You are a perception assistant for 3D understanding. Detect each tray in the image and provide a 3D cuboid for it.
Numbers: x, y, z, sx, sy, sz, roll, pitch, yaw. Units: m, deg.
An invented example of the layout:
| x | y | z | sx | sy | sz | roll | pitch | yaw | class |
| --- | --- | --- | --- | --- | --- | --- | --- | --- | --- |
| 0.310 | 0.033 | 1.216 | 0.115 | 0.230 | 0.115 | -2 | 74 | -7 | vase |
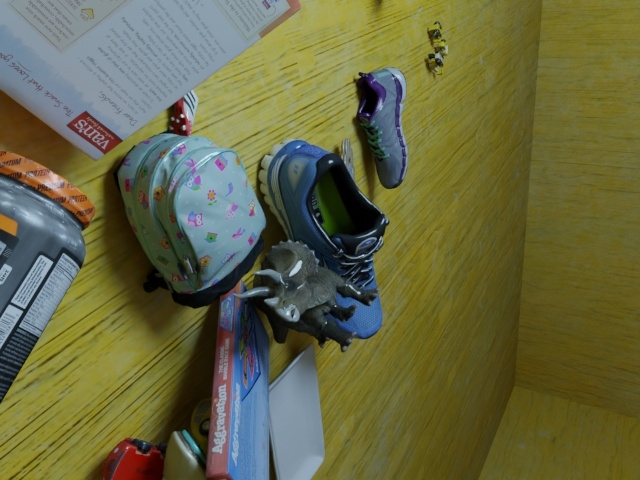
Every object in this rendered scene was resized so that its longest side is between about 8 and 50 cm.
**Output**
| x | y | z | sx | sy | sz | roll | pitch | yaw | class |
| --- | --- | --- | --- | --- | --- | --- | --- | --- | --- |
| -0.048 | 0.318 | 0.975 | 0.145 | 0.030 | 0.270 | -40 | 132 | -50 | tray |

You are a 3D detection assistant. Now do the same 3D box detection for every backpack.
| x | y | z | sx | sy | sz | roll | pitch | yaw | class |
| --- | --- | --- | --- | --- | --- | --- | --- | --- | --- |
| -0.134 | -0.031 | 0.621 | 0.152 | 0.115 | 0.182 | -55 | 143 | -36 | backpack |

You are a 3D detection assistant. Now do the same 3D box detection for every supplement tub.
| x | y | z | sx | sy | sz | roll | pitch | yaw | class |
| --- | --- | --- | --- | --- | --- | --- | --- | --- | --- |
| -0.256 | 0.035 | 0.423 | 0.117 | 0.117 | 0.190 | 54 | 52 | -53 | supplement tub |

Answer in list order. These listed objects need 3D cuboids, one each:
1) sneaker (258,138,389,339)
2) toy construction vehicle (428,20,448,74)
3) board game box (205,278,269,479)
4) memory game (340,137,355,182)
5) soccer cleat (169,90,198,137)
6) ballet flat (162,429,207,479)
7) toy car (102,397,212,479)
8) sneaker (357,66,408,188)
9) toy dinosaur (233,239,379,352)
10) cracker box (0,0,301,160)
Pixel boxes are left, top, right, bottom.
| x | y | z | sx | sy | sz | roll | pitch | yaw | class |
| --- | --- | --- | --- | --- | --- | --- | --- | --- | --- |
| 0.024 | 0.016 | 0.822 | 0.130 | 0.147 | 0.329 | -36 | 119 | -25 | sneaker |
| 0.259 | -0.428 | 1.288 | 0.098 | 0.035 | 0.085 | 22 | 69 | -63 | toy construction vehicle |
| -0.095 | 0.187 | 0.708 | 0.281 | 0.027 | 0.145 | -96 | 172 | -49 | board game box |
| 0.047 | -0.081 | 0.967 | 0.186 | 0.012 | 0.186 | -2 | 90 | -81 | memory game |
| -0.151 | -0.146 | 0.644 | 0.036 | 0.029 | 0.083 | -23 | 114 | -52 | soccer cleat |
| -0.135 | 0.309 | 0.665 | 0.086 | 0.086 | 0.248 | -58 | 145 | -33 | ballet flat |
| -0.180 | 0.310 | 0.714 | 0.239 | 0.053 | 0.224 | -13 | 111 | -58 | toy car |
| 0.101 | -0.200 | 1.052 | 0.098 | 0.083 | 0.223 | -17 | 110 | -36 | sneaker |
| -0.029 | 0.074 | 0.768 | 0.121 | 0.160 | 0.313 | -57 | -173 | -14 | toy dinosaur |
| -0.151 | -0.189 | 0.458 | 0.232 | 0.067 | 0.155 | -35 | 146 | 4 | cracker box |
